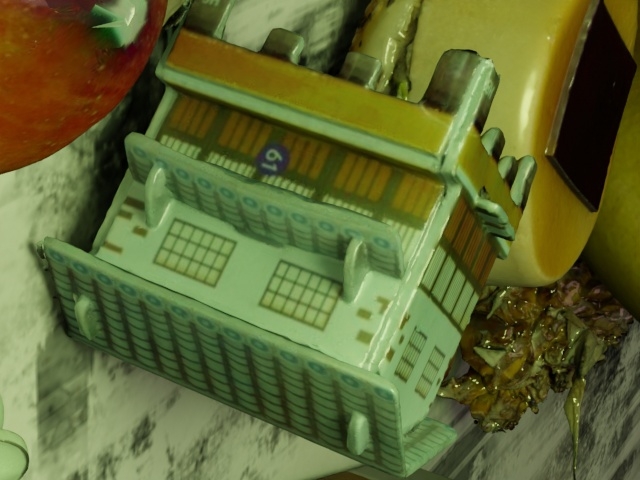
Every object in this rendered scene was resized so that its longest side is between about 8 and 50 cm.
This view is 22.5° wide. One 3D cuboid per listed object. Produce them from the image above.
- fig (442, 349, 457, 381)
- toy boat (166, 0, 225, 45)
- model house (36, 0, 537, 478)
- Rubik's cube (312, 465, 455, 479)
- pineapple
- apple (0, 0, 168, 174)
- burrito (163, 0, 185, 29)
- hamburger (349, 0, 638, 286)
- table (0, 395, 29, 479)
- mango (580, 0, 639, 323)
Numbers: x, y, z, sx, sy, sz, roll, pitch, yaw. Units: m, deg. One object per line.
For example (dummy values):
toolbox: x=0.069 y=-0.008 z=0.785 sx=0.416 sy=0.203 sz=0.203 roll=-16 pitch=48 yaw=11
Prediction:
fig: x=0.000 y=0.000 z=1.097 sx=0.159 sy=0.159 sz=0.257 roll=-19 pitch=99 yaw=-61
toy boat: x=-0.073 y=-0.130 z=0.946 sx=0.038 sy=0.038 sz=0.083 roll=-34 pitch=141 yaw=-55
model house: x=-0.010 y=-0.004 z=0.920 sx=0.215 sy=0.224 sz=0.198 roll=-66 pitch=160 yaw=-11
Rubik's cube: x=0.097 y=0.396 z=1.259 sx=0.346 sy=0.344 sz=0.346 roll=3 pitch=100 yaw=-66
pineapple: x=0.222 y=0.039 z=1.521 sx=0.334 sy=0.158 sz=0.161 roll=-63 pitch=153 yaw=-22
apple: x=-0.163 y=-0.111 z=0.622 sx=0.199 sy=0.199 sz=0.199 roll=-43 pitch=141 yaw=-49
burrito: x=-0.100 y=-0.251 z=0.753 sx=0.347 sy=0.107 sz=0.175 roll=75 pitch=26 yaw=-51
hamburger: x=0.121 y=-0.103 z=1.204 sx=0.300 sy=0.176 sz=0.300 roll=-41 pitch=138 yaw=-50
table: x=-0.228 y=0.088 z=0.631 sx=0.198 sy=0.167 sz=0.166 roll=49 pitch=60 yaw=-53
mango: x=0.331 y=-0.055 z=1.416 sx=0.220 sy=0.301 sz=0.445 roll=-49 pitch=-145 yaw=38
